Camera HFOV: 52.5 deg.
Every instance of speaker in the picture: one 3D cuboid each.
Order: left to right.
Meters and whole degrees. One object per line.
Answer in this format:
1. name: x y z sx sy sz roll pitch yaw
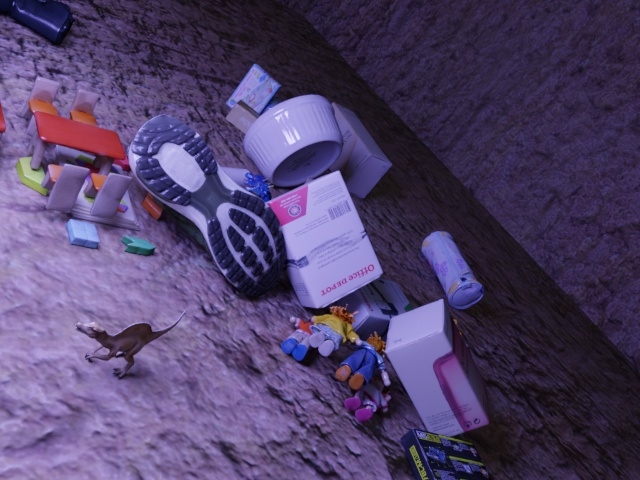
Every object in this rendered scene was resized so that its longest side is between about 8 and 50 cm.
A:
1. speaker: -0.222 -0.148 1.546 0.055 0.055 0.136 49 24 19

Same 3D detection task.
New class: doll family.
1. doll family: 0.061 0.214 1.259 0.263 0.118 0.163 43 23 6

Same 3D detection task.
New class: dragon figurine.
1. dragon figurine: -0.078 -0.025 1.438 0.289 0.144 0.085 39 23 -5

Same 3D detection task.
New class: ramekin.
1. ramekin: -0.062 -0.254 1.743 0.272 0.272 0.127 1 57 -57

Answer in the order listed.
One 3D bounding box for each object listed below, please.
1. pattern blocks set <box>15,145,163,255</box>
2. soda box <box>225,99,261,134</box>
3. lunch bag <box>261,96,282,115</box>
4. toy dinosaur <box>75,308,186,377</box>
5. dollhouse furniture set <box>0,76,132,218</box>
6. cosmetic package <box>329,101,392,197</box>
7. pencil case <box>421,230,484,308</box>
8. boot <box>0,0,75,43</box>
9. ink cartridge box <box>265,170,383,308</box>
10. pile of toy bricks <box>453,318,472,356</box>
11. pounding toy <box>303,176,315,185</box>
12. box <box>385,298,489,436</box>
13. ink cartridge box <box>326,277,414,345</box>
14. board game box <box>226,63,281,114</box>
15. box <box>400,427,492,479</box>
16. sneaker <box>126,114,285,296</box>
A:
1. pattern blocks set: -0.413 -0.100 1.198 0.285 0.026 0.325 6 41 -53
2. soda box: -0.188 -0.335 1.927 0.181 0.061 0.058 37 24 -9
3. lunch bag: -0.175 -0.433 2.081 0.129 0.096 0.151 45 33 9
4. toy dinosaur: -0.263 0.143 0.910 0.183 0.093 0.053 4 43 -55
5. dollhouse furniture set: -0.455 -0.187 1.091 0.259 0.135 0.262 10 37 -42
6. cosmetic package: 0.094 -0.309 2.203 0.113 0.160 0.309 18 31 -41
7. pencil case: 0.409 0.089 2.036 0.124 0.113 0.273 52 11 -37
8. boot: -0.673 -0.524 1.459 0.207 0.094 0.246 30 19 -17
9. ink cartridge box: 0.000 0.000 1.352 0.237 0.171 0.100 66 -22 -6
10. pile of toy bricks: 0.283 0.286 1.524 0.105 0.118 0.212 1 59 -27
11. pounding toy: -0.023 -0.062 1.634 0.100 0.130 0.141 25 25 -6
12. box: 0.243 0.265 1.341 0.232 0.126 0.149 62 19 -14
13. ink cartridge box: 0.119 0.158 1.491 0.208 0.087 0.153 16 33 -44
14. board game box: -0.203 -0.443 1.979 0.103 0.154 0.026 42 23 1
15. box: 0.258 0.457 1.233 0.190 0.045 0.184 23 27 -35
16. sneaker: -0.221 -0.062 1.251 0.182 0.158 0.410 11 -38 56
